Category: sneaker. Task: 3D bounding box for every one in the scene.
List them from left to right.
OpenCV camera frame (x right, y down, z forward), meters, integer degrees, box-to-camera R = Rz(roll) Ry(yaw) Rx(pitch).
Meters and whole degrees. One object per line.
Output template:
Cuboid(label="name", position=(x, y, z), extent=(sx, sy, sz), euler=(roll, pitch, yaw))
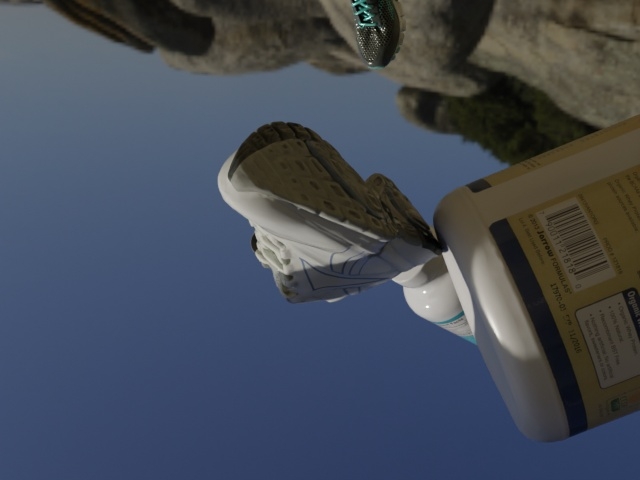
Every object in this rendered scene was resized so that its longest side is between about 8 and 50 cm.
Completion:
Cuboid(label="sneaker", position=(0.000, 0.000, 0.771), extent=(0.111, 0.129, 0.297), euler=(57, -166, 25))
Cuboid(label="sneaker", position=(0.048, -0.268, 1.030), extent=(0.065, 0.166, 0.076), euler=(6, -167, 37))

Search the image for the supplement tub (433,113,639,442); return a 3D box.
Cuboid(label="supplement tub", position=(0.276, 0.012, 0.796), extent=(0.316, 0.228, 0.228), euler=(-22, -166, 3))

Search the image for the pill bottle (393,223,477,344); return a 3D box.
Cuboid(label="pill bottle", position=(0.221, 0.067, 1.377), extent=(0.264, 0.146, 0.146), euler=(28, 180, -30))

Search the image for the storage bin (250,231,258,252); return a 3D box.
Cuboid(label="storage bin", position=(-0.030, -0.018, 1.475), extent=(0.098, 0.135, 0.091), euler=(44, -168, 25))
